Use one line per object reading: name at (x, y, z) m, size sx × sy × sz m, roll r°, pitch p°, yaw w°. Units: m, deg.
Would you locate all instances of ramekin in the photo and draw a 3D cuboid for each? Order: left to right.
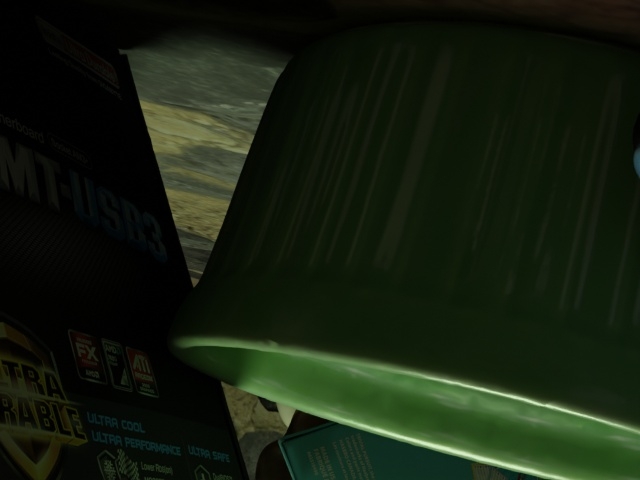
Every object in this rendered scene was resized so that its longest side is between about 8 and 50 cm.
ramekin at (0.095, 0.019, 0.673) m, size 0.303 × 0.148 × 0.303 m, roll 15°, pitch 169°, yaw 3°

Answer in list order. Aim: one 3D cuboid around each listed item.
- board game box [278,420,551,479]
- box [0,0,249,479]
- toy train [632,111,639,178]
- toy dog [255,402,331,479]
board game box at (0.173, 0.188, 0.936) m, size 0.336 × 0.254 × 0.079 m, roll -19°, pitch 174°, yaw -2°
box at (-0.140, 0.010, 0.642) m, size 0.073 × 0.293 × 0.295 m, roll -22°, pitch 161°, yaw 14°
toy train at (0.182, -0.018, 0.465) m, size 0.105 × 0.080 × 0.184 m, roll 44°, pitch 160°, yaw -25°
toy dog at (0.057, 0.207, 1.473) m, size 0.284 × 0.395 × 0.408 m, roll 23°, pitch -177°, yaw 4°
